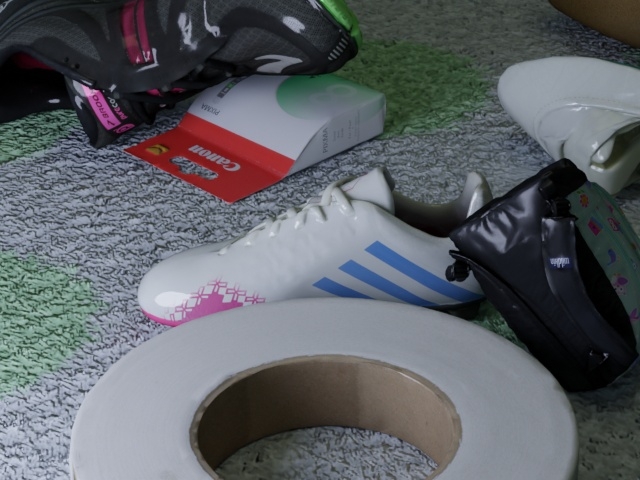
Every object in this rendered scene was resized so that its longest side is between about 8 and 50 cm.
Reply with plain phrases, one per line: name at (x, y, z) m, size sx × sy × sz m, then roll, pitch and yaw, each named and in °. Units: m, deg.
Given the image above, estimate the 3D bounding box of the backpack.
backpack at (0.212, 0.032, 1.561) m, size 0.115 × 0.182 × 0.152 m, roll -37°, pitch 2°, yaw -42°

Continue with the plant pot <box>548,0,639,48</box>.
plant pot at (0.388, -0.319, 2.163) m, size 0.237 × 0.237 × 0.254 m, roll -25°, pitch 23°, yaw -36°

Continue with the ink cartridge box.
ink cartridge box at (-0.071, -0.126, 1.977) m, size 0.224 × 0.056 × 0.181 m, roll -24°, pitch 36°, yaw -37°

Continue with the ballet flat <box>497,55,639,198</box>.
ballet flat at (0.339, -0.089, 1.837) m, size 0.400 × 0.139 × 0.139 m, roll 15°, pitch 33°, yaw 26°

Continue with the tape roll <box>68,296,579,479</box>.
tape roll at (0.002, 0.170, 1.425) m, size 0.392 × 0.072 × 0.392 m, roll -1°, pitch 30°, yaw 1°

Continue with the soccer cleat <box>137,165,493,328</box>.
soccer cleat at (0.000, 0.000, 1.654) m, size 0.331 × 0.143 × 0.116 m, roll -5°, pitch 29°, yaw -6°

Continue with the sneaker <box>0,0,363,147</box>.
sneaker at (-0.167, -0.188, 1.959) m, size 0.482 × 0.185 × 0.202 m, roll -2°, pitch 57°, yaw 33°
